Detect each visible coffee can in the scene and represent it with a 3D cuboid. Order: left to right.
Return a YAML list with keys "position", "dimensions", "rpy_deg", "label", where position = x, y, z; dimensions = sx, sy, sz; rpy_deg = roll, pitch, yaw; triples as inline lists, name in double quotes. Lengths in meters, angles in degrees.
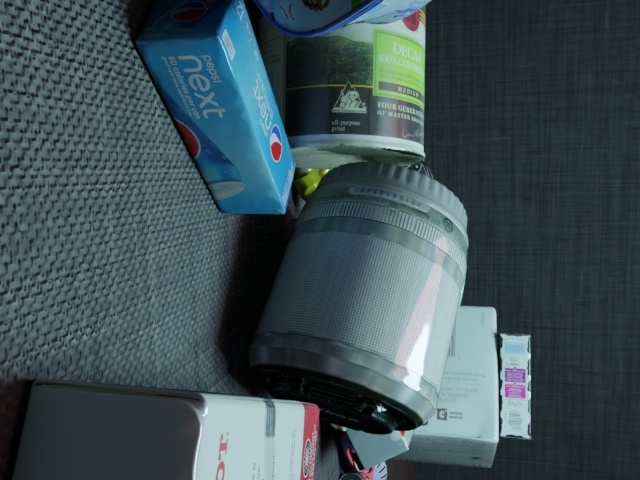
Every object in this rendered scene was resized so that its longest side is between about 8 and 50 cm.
- position: [0.024, -0.232, 0.693]
  dimensions: [0.201, 0.202, 0.275]
  rpy_deg: [-2, 92, -76]
  label: "coffee can"

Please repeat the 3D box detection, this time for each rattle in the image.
- position: [0.058, -0.134, 0.870]
  dimensions: [0.199, 0.130, 0.143]
  rpy_deg: [-56, 164, 18]
  label: "rattle"

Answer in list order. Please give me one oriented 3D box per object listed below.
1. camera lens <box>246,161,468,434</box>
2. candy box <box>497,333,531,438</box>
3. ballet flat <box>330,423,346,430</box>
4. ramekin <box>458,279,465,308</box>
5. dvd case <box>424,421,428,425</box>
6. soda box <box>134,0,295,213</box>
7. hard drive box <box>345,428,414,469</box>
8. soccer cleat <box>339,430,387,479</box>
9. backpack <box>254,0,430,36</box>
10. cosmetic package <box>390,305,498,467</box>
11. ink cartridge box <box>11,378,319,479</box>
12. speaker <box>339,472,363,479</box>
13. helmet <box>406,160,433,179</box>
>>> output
- position: [0.051, 0.073, 0.700]
  dimensions: [0.219, 0.220, 0.274]
  rpy_deg: [67, 37, -59]
  label: "camera lens"
- position: [0.462, 0.340, 1.402]
  dimensions: [0.159, 0.071, 0.233]
  rpy_deg: [30, 61, -73]
  label: "candy box"
- position: [0.015, 0.202, 0.952]
  dimensions: [0.077, 0.091, 0.240]
  rpy_deg: [-8, 104, -43]
  label: "ballet flat"
- position: [0.177, 0.084, 1.254]
  dimensions: [0.303, 0.148, 0.303]
  rpy_deg: [-168, -90, -81]
  label: "ramekin"
- position: [0.149, 0.304, 1.293]
  dimensions: [0.018, 0.221, 0.164]
  rpy_deg: [-33, -138, 52]
  label: "dvd case"
- position: [-0.082, -0.113, 0.528]
  dimensions: [0.210, 0.071, 0.067]
  rpy_deg: [73, 22, -51]
  label: "soda box"
- position: [0.098, 0.301, 1.107]
  dimensions: [0.181, 0.089, 0.232]
  rpy_deg: [64, 10, 10]
  label: "hard drive box"
- position: [0.091, 0.465, 1.227]
  dimensions: [0.095, 0.083, 0.248]
  rpy_deg: [-95, 171, -54]
  label: "soccer cleat"
- position: [0.006, -0.285, 0.402]
  dimensions: [0.213, 0.276, 0.263]
  rpy_deg: [-36, 94, -36]
  label: "backpack"
- position: [0.289, 0.387, 1.536]
  dimensions: [0.393, 0.330, 0.327]
  rpy_deg: [65, 28, -59]
  label: "cosmetic package"
- position: [-0.091, 0.208, 0.414]
  dimensions: [0.273, 0.114, 0.196]
  rpy_deg: [54, 39, -69]
  label: "ink cartridge box"
- position: [0.074, 0.536, 1.231]
  dimensions: [0.136, 0.055, 0.055]
  rpy_deg: [75, 21, -50]
  label: "speaker"
- position: [0.243, -0.154, 1.683]
  dimensions: [0.169, 0.162, 0.169]
  rpy_deg: [0, 90, -77]
  label: "helmet"
